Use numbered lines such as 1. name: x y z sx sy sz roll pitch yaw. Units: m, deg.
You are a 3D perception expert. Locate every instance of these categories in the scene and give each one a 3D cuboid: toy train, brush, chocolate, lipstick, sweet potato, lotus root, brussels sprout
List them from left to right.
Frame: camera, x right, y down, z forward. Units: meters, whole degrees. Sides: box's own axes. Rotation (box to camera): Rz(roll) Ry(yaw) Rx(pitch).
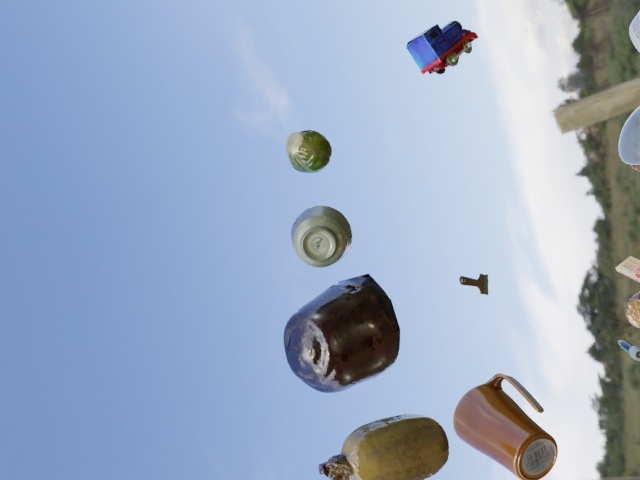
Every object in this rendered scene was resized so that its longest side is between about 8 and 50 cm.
1. brussels sprout: -0.036 -0.280 1.935 0.155 0.155 0.117 35 -143 -49
2. chocolate: 0.039 0.333 2.087 0.332 0.384 0.383 -14 -90 -28
3. lotus root: 0.157 0.508 1.435 0.343 0.151 0.169 -3 -64 -32
4. toy train: 0.347 -0.551 1.716 0.204 0.083 0.131 -43 -79 -33
5. brush: 0.582 0.160 2.303 0.218 0.010 0.082 10 -102 -46
6. lipstick: 0.877 0.305 1.724 0.116 0.037 0.037 -77 -31 -81
7. sweet potato: 0.928 0.142 1.622 0.097 0.252 0.097 57 177 5

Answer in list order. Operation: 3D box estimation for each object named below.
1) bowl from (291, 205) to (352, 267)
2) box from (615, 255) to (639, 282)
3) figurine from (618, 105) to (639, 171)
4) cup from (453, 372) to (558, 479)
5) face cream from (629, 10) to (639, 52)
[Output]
1. bowl: 0.000 0.000 1.998 0.112 0.212 0.211 -77 -34 -73
2. box: 0.884 0.081 1.708 0.015 0.058 0.093 52 177 -27
3. figurine: 0.923 -0.262 1.462 0.224 0.382 0.204 157 113 -87
4. cup: 0.489 0.481 1.592 0.183 0.264 0.226 16 -84 -23
5. face cream: 0.891 -0.524 1.531 0.206 0.111 0.205 8 -126 -11
